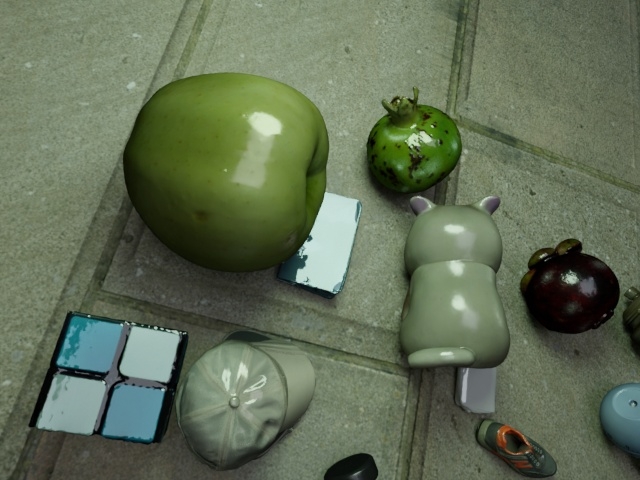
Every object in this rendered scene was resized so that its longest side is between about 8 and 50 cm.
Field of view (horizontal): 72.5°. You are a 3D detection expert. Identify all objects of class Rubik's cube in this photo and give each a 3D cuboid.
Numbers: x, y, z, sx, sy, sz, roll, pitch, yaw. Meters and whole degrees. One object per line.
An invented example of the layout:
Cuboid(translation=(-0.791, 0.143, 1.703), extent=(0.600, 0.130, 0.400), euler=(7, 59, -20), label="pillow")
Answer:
Cuboid(translation=(-0.320, 0.219, 0.702), extent=(0.183, 0.180, 0.168), euler=(12, 70, -11), label="Rubik's cube")

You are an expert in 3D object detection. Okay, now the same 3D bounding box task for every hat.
Cuboid(translation=(-0.107, 0.266, 0.756), extent=(0.274, 0.160, 0.232), euler=(3, 74, -49), label="hat")

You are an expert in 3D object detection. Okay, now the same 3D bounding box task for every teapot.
Cuboid(translation=(0.842, 0.181, 1.076), extent=(0.267, 0.186, 0.175), euler=(3, 38, -46), label="teapot")

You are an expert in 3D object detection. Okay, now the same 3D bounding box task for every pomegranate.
Cuboid(translation=(0.199, -0.223, 0.960), extent=(0.210, 0.263, 0.211), euler=(-12, 46, 13), label="pomegranate")

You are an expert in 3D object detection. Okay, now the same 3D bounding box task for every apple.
Cuboid(translation=(-0.156, -0.115, 0.767), extent=(0.356, 0.357, 0.358), euler=(5, 73, -15), label="apple")

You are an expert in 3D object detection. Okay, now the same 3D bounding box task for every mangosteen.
Cuboid(translation=(0.564, 0.112, 0.999), extent=(0.209, 0.210, 0.210), euler=(5, 73, -15), label="mangosteen")

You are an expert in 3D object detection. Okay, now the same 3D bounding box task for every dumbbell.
Cuboid(translation=(0.084, 0.497, 0.784), extent=(0.100, 0.100, 0.191), euler=(-17, 80, -20), label="dumbbell")

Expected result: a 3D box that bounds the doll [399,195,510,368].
Cuboid(translation=(0.275, 0.103, 0.905), extent=(0.214, 0.226, 0.371), euler=(1, 61, 15), label="doll")

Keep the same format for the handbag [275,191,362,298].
Cuboid(translation=(0.000, 0.000, 0.932), extent=(0.144, 0.057, 0.221), euler=(19, 70, -6), label="handbag")

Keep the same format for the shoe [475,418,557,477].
Cuboid(translation=(0.424, 0.443, 0.914), extent=(0.194, 0.077, 0.074), euler=(32, 67, -5), label="shoe")

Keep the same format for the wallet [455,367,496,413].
Cuboid(translation=(0.345, 0.282, 0.962), extent=(0.095, 0.033, 0.190), euler=(17, 70, -9), label="wallet")

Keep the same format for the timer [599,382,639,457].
Cuboid(translation=(0.749, 0.432, 0.972), extent=(0.255, 0.175, 0.175), euler=(42, 67, -3), label="timer")
